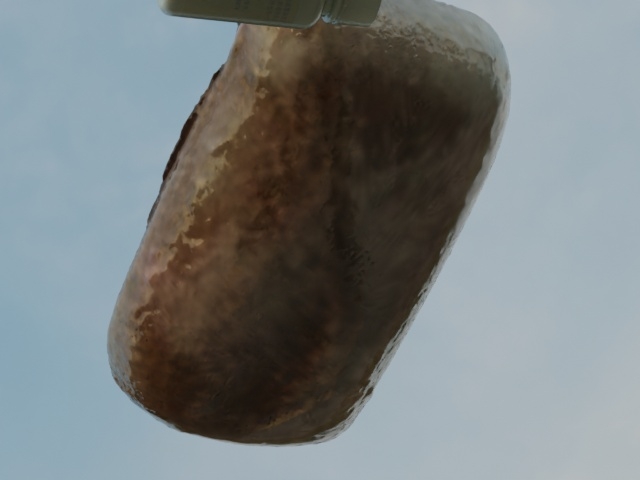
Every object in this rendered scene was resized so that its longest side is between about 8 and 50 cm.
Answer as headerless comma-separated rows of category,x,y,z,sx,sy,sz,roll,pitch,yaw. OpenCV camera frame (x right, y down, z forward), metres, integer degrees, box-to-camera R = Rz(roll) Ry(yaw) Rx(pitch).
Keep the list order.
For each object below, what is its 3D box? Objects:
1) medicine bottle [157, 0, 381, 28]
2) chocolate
medicine bottle,-0.020,-0.105,0.681,0.083,0.047,0.047,5,-42,-14
chocolate,0.000,0.000,1.026,0.185,0.100,0.303,11,-64,-28
